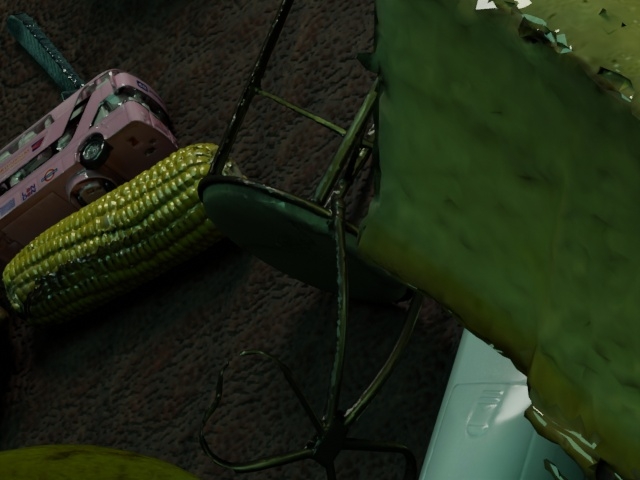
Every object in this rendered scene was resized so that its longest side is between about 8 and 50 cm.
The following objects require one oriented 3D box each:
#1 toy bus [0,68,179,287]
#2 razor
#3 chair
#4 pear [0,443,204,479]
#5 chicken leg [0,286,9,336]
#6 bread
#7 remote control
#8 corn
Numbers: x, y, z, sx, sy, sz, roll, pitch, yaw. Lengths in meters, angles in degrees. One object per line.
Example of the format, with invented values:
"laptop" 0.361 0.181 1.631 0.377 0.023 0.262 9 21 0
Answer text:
"toy bus" -0.197 -0.042 1.409 0.203 0.063 0.090 -34 44 17
"razor" -0.207 -0.137 1.509 0.066 0.033 0.190 -12 31 -27
"chair" 0.000 0.000 1.150 0.170 0.160 0.326 9 66 45
"pear" -0.167 0.243 1.054 0.321 0.269 0.269 -14 52 16
"chicken leg" -0.269 0.107 1.347 0.125 0.080 0.196 -9 67 62
"bread" 0.146 0.027 0.865 0.279 0.248 0.315 5 38 1
"remote control" 0.106 0.093 1.071 0.103 0.051 0.293 -1 60 40
"corn" -0.136 0.000 1.326 0.203 0.072 0.072 -28 47 24
